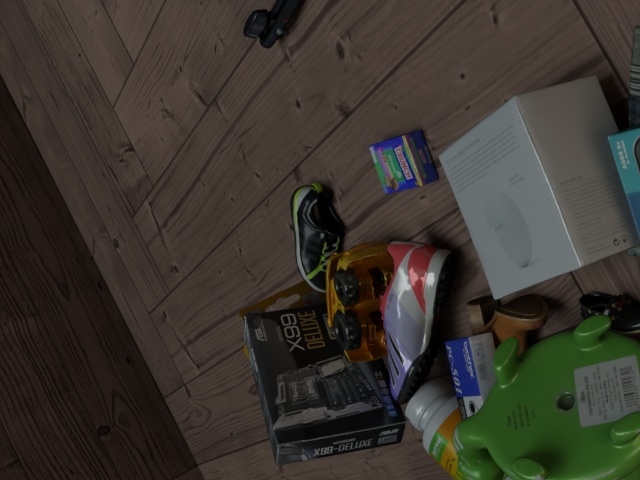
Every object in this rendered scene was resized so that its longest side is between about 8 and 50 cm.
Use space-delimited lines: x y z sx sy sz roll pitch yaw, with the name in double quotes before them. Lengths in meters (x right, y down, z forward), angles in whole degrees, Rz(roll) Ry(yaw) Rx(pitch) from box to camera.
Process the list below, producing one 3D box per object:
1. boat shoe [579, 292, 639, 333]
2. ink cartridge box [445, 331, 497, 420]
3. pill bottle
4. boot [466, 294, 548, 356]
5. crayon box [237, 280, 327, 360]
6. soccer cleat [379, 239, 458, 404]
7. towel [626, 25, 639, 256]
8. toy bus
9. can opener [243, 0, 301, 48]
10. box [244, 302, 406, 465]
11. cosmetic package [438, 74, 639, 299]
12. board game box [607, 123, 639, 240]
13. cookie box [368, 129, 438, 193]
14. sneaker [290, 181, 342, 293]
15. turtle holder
"boat shoe" 0.416 0.100 1.278 0.133 0.049 0.042 6 124 60
"ink cartridge box" 0.258 0.256 1.468 0.097 0.046 0.207 143 117 -71
"pill bottle" 0.266 0.355 1.601 0.245 0.136 0.136 41 142 35
"boot" 0.317 0.167 1.461 0.197 0.072 0.152 -1 110 70
"crayon box" -0.015 0.255 1.900 0.323 0.203 0.083 54 148 19
"soccer cleat" 0.153 0.144 1.613 0.116 0.108 0.318 21 121 21
"towel" 0.493 -0.084 1.043 0.324 0.056 0.312 25 128 50
"toy bus" 0.075 0.084 1.725 0.211 0.149 0.220 -132 34 -56
"can opener" -0.071 -0.414 1.659 0.186 0.073 0.059 -37 71 50
"box" 0.000 0.261 1.745 0.077 0.242 0.308 96 162 -45
"cosmetic package" 0.295 -0.065 1.213 0.225 0.138 0.224 69 159 7
"board game box" 0.487 -0.031 0.953 0.336 0.079 0.254 -12 97 59
"cookie box" 0.139 -0.132 1.547 0.107 0.040 0.092 -10 102 58
"sneaker" 0.000 0.000 1.813 0.097 0.084 0.235 7 117 54
"turtle holder" 0.348 0.277 1.270 0.227 0.320 0.243 43 -172 -40
